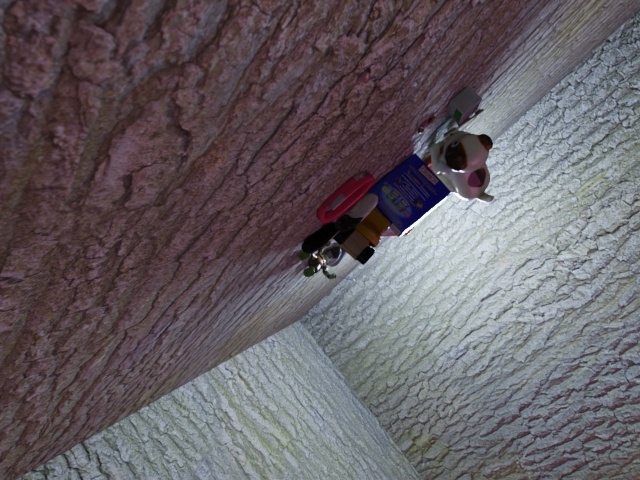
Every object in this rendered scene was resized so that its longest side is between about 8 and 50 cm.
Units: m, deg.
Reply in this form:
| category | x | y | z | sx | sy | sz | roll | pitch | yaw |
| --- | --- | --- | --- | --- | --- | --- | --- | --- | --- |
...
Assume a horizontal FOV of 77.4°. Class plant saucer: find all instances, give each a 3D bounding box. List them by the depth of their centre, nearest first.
| category | x | y | z | sx | sy | sz | roll | pitch | yaw |
| --- | --- | --- | --- | --- | --- | --- | --- | --- | --- |
| plant saucer | 0.671 | -0.468 | 2.316 | 0.259 | 0.047 | 0.258 | -39 | 167 | -2 |

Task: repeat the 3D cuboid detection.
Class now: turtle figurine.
| category | x | y | z | sx | sy | sz | roll | pitch | yaw |
| --- | --- | --- | --- | --- | --- | --- | --- | --- | --- |
| turtle figurine | 0.027 | 0.100 | 2.099 | 0.266 | 0.275 | 0.197 | -8 | 113 | -59 |

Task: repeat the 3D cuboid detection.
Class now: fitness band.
| category | x | y | z | sx | sy | sz | roll | pitch | yaw |
| --- | --- | --- | --- | --- | --- | --- | --- | --- | --- |
| fitness band | 0.107 | -0.180 | 1.695 | 0.291 | 0.054 | 0.209 | -40 | 170 | 4 |

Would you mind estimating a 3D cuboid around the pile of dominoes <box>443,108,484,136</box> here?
| category | x | y | z | sx | sy | sz | roll | pitch | yaw |
| --- | --- | --- | --- | --- | --- | --- | --- | --- | --- |
| pile of dominoes | 0.642 | -0.550 | 1.829 | 0.196 | 0.040 | 0.251 | -33 | -175 | 24 |

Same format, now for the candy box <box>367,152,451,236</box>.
| category | x | y | z | sx | sy | sz | roll | pitch | yaw |
| --- | --- | --- | --- | --- | --- | --- | --- | --- | --- |
| candy box | 0.425 | -0.220 | 1.958 | 0.317 | 0.268 | 0.122 | -39 | 171 | -5 |

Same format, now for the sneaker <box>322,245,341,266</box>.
| category | x | y | z | sx | sy | sz | roll | pitch | yaw |
| --- | --- | --- | --- | --- | --- | --- | --- | --- | --- |
| sneaker | 0.026 | 0.109 | 2.370 | 0.229 | 0.086 | 0.132 | -39 | 165 | -1 |

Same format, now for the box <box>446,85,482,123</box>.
| category | x | y | z | sx | sy | sz | roll | pitch | yaw |
| --- | --- | --- | --- | --- | --- | --- | --- | --- | --- |
| box | 0.605 | -0.570 | 1.685 | 0.102 | 0.087 | 0.101 | -39 | 168 | 2 |

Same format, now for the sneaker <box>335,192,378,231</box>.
| category | x | y | z | sx | sy | sz | roll | pitch | yaw |
| --- | --- | --- | --- | --- | --- | --- | --- | --- | --- |
| sneaker | 0.164 | -0.125 | 1.817 | 0.237 | 0.085 | 0.086 | -41 | -173 | 2 |

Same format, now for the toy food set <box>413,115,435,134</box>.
| category | x | y | z | sx | sy | sz | roll | pitch | yaw |
| --- | --- | --- | --- | --- | --- | --- | --- | --- | --- |
| toy food set | 0.445 | -0.484 | 1.680 | 0.122 | 0.019 | 0.078 | -36 | 167 | -17 |

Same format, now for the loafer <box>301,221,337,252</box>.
| category | x | y | z | sx | sy | sz | roll | pitch | yaw |
| --- | --- | --- | --- | --- | --- | --- | --- | --- | --- |
| loafer | 0.000 | 0.000 | 1.925 | 0.220 | 0.080 | 0.078 | -34 | 166 | -24 |

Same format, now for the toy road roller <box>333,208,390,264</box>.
| category | x | y | z | sx | sy | sz | roll | pitch | yaw |
| --- | --- | --- | --- | --- | --- | --- | --- | --- | --- |
| toy road roller | 0.214 | -0.029 | 1.968 | 0.240 | 0.202 | 0.329 | -48 | 177 | 0 |

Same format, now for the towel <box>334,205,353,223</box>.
| category | x | y | z | sx | sy | sz | roll | pitch | yaw |
| --- | --- | --- | --- | --- | --- | --- | --- | --- | --- |
| towel | 0.146 | -0.135 | 1.948 | 0.144 | 0.029 | 0.197 | -51 | 167 | 16 |

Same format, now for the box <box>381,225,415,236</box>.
| category | x | y | z | sx | sy | sz | roll | pitch | yaw |
| --- | --- | --- | --- | --- | --- | --- | --- | --- | --- |
| box | 0.354 | -0.118 | 2.133 | 0.300 | 0.142 | 0.154 | -1 | 149 | -24 |

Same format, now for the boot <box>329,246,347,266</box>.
| category | x | y | z | sx | sy | sz | roll | pitch | yaw |
| --- | --- | --- | --- | --- | --- | --- | --- | --- | --- |
| boot | 0.155 | 0.071 | 2.567 | 0.258 | 0.095 | 0.123 | -48 | 158 | 28 |

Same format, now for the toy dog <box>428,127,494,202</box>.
| category | x | y | z | sx | sy | sz | roll | pitch | yaw |
| --- | --- | --- | --- | --- | --- | --- | --- | --- | --- |
| toy dog | 0.709 | -0.376 | 1.999 | 0.285 | 0.395 | 0.408 | -27 | 154 | 6 |
